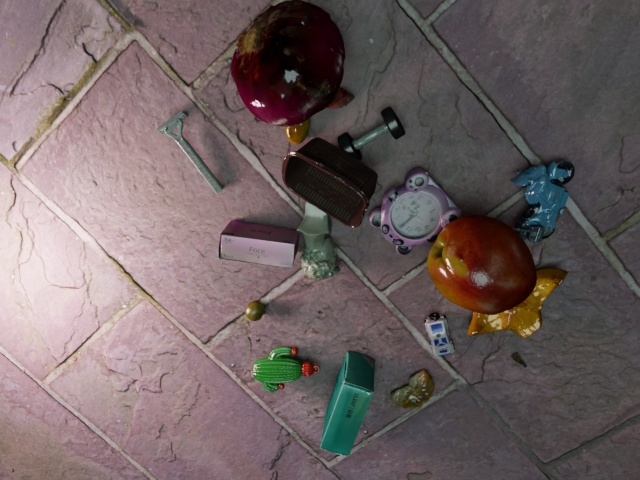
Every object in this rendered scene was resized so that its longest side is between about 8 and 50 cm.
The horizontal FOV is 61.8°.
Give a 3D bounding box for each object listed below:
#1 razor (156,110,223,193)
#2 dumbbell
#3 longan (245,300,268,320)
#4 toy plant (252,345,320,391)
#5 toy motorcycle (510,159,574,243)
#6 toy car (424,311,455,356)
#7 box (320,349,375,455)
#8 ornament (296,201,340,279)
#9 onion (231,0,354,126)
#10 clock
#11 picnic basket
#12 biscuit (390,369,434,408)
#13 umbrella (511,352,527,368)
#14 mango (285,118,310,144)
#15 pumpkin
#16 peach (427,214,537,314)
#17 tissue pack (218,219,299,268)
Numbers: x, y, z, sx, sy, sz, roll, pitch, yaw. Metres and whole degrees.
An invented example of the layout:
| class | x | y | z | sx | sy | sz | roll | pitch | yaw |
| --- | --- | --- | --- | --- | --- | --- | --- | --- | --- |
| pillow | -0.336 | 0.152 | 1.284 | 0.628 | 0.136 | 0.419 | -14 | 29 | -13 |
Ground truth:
| class | x | y | z | sx | sy | sz | roll | pitch | yaw |
| --- | --- | --- | --- | --- | --- | --- | --- | --- | --- |
| razor | -0.409 | -0.273 | 1.742 | 0.111 | 0.056 | 0.278 | -30 | 105 | 15 |
| dumbbell | 0.155 | -0.321 | 1.635 | 0.191 | 0.100 | 0.100 | -28 | 105 | 15 |
| longan | -0.229 | 0.255 | 1.920 | 0.083 | 0.075 | 0.075 | 16 | 112 | -3 |
| toy plant | -0.136 | 0.467 | 1.984 | 0.240 | 0.088 | 0.155 | -27 | 91 | 8 |
| toy motorcycle | 0.665 | -0.120 | 1.645 | 0.182 | 0.124 | 0.272 | 6 | 112 | -7 |
| toy car | 0.417 | 0.331 | 1.874 | 0.080 | 0.070 | 0.171 | -14 | 110 | 12 |
| box | 0.100 | 0.590 | 1.941 | 0.118 | 0.205 | 0.312 | 16 | 112 | -2 |
| ornament | -0.015 | -0.002 | 1.768 | 0.130 | 0.120 | 0.285 | -6 | 109 | 11 |
| onion | -0.047 | -0.471 | 1.518 | 0.385 | 0.348 | 0.348 | 23 | 117 | -40 |
| clock | 0.298 | -0.085 | 1.718 | 0.248 | 0.090 | 0.227 | -41 | 102 | 20 |
| picnic basket | 0.037 | -0.191 | 1.628 | 0.296 | 0.129 | 0.222 | 32 | 154 | 7 |
| biscuit | 0.355 | 0.566 | 1.979 | 0.118 | 0.061 | 0.183 | 38 | 110 | -10 |
| umbrella | 0.709 | 0.427 | 1.906 | 0.083 | 0.020 | 0.031 | 40 | 71 | -9 |
| mango | -0.072 | -0.356 | 1.673 | 0.078 | 0.057 | 0.114 | 5 | 120 | 0 |
| pumpkin | 0.648 | 0.208 | 1.783 | 0.290 | 0.095 | 0.259 | 3 | 106 | 10 |
| peach | 0.489 | 0.080 | 1.599 | 0.332 | 0.308 | 0.308 | 29 | 112 | -15 |
| tissue pack | -0.201 | 0.009 | 1.782 | 0.246 | 0.148 | 0.093 | 7 | 111 | 2 |
